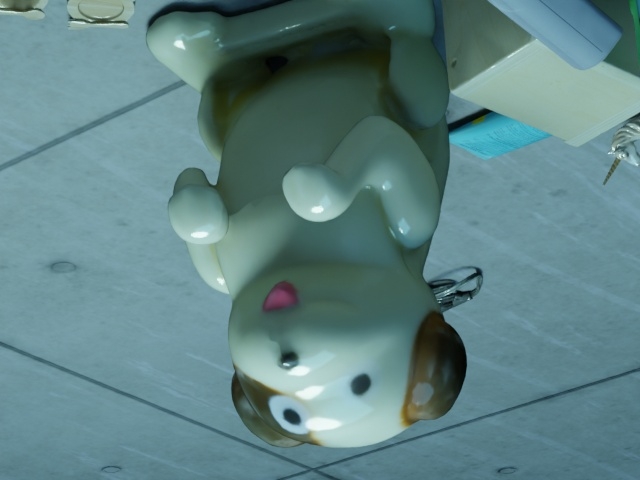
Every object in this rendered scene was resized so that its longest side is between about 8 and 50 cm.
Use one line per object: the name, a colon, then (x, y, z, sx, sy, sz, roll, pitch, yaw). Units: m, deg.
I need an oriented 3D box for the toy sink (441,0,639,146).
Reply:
toy sink: (0.236, -0.188, 1.754, 0.234, 0.153, 0.131, 17, 147, -35)

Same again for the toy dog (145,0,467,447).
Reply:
toy dog: (0.000, 0.000, 1.820, 0.284, 0.408, 0.395, -9, 152, 13)

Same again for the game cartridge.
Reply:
game cartridge: (0.109, -0.247, 1.502, 0.196, 0.294, 0.060, 24, 109, -44)

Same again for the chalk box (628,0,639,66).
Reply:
chalk box: (0.375, -0.248, 1.624, 0.289, 0.179, 0.180, 10, 152, -20)

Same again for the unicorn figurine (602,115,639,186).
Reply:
unicorn figurine: (0.381, -0.121, 2.014, 0.111, 0.060, 0.162, 12, 133, -26)

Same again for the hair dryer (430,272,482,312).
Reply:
hair dryer: (0.065, 0.121, 2.427, 0.223, 0.080, 0.293, 7, 152, -20)

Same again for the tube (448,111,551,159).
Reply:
tube: (0.222, -0.127, 1.993, 0.080, 0.052, 0.207, 26, 147, -35)

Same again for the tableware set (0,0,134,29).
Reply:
tableware set: (-0.230, -0.242, 1.751, 0.141, 0.020, 0.169, 8, 152, -19)
